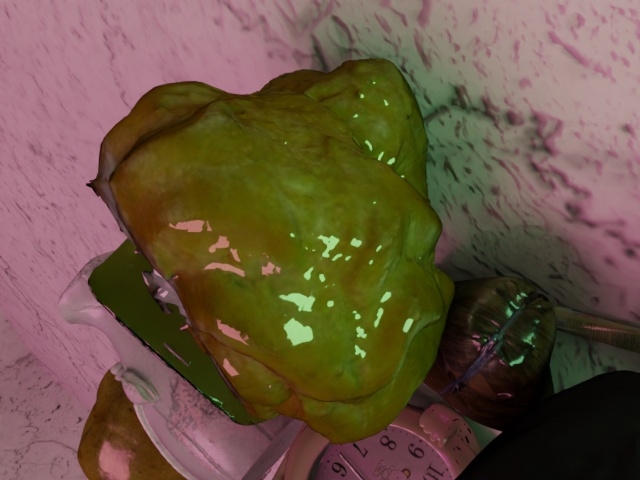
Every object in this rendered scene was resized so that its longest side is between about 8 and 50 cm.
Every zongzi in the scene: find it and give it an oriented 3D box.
[{"bbox_3d":[0.186,0.131,0.605,0.242,0.112,0.221,42,169,-3],"label":"zongzi"}]

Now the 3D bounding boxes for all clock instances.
[{"bbox_3d":[0.092,0.334,0.847,0.310,0.283,0.114,29,178,20],"label":"clock"}]

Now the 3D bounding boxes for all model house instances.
[{"bbox_3d":[-0.138,0.083,0.922,0.294,0.207,0.154,45,173,-8],"label":"model house"}]

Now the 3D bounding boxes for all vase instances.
[{"bbox_3d":[-0.227,0.199,1.108,0.445,0.250,0.250,41,150,16],"label":"vase"}]

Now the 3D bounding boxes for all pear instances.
[{"bbox_3d":[-0.339,0.384,1.396,0.304,0.304,0.303,31,147,23],"label":"pear"}]

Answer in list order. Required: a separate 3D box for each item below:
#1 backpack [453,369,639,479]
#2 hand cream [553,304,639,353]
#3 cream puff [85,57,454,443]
[{"bbox_3d":[0.245,0.339,0.453,0.445,0.255,0.363,51,153,23],"label":"backpack"},{"bbox_3d":[0.244,0.078,0.587,0.102,0.022,0.035,15,139,33],"label":"hand cream"},{"bbox_3d":[0.001,-0.002,0.530,0.274,0.270,0.323,43,163,43],"label":"cream puff"}]
